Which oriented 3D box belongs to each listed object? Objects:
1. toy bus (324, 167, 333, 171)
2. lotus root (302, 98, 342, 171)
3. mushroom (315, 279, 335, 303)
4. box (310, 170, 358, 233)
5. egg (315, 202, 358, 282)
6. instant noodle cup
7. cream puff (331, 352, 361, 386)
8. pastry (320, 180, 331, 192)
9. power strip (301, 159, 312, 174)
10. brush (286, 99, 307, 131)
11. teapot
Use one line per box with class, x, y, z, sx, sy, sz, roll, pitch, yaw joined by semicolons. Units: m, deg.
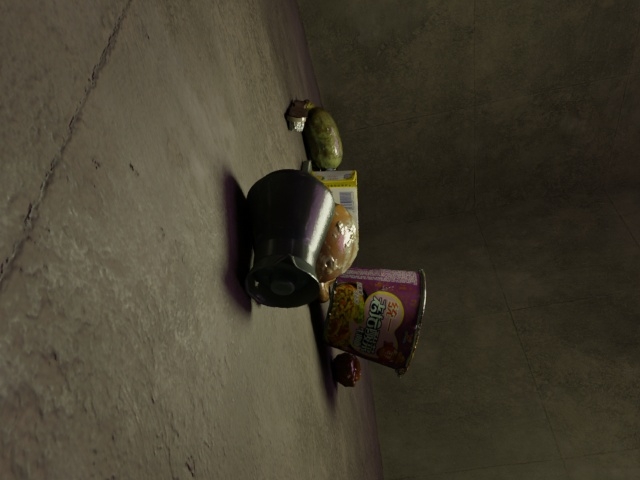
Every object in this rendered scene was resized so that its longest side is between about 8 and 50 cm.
toy bus;0.050;-0.166;2.123;0.125;0.133;0.292;37;-10;11
lotus root;0.002;-0.425;2.198;0.173;0.173;0.310;-76;148;-74
mushroom;-0.004;0.125;1.583;0.126;0.084;0.109;61;47;-64
box;0.052;-0.116;1.921;0.097;0.168;0.265;-85;171;-47
egg;0.000;0.000;1.346;0.233;0.194;0.195;-78;159;-49
instant noodle cup;0.155;0.228;1.674;0.340;0.265;0.340;-169;-90;-89
cream puff;0.086;0.441;1.849;0.122;0.094;0.116;-24;101;-59
pastry;-0.003;-0.067;1.737;0.236;0.120;0.257;-95;171;-65
power strip;-0.048;-0.226;1.957;0.227;0.029;0.080;-87;169;-65
brush;-0.080;-0.443;1.918;0.327;0.069;0.065;-90;-174;-65
teapot;-0.066;0.006;0.995;0.203;0.170;0.225;119;-19;-48
